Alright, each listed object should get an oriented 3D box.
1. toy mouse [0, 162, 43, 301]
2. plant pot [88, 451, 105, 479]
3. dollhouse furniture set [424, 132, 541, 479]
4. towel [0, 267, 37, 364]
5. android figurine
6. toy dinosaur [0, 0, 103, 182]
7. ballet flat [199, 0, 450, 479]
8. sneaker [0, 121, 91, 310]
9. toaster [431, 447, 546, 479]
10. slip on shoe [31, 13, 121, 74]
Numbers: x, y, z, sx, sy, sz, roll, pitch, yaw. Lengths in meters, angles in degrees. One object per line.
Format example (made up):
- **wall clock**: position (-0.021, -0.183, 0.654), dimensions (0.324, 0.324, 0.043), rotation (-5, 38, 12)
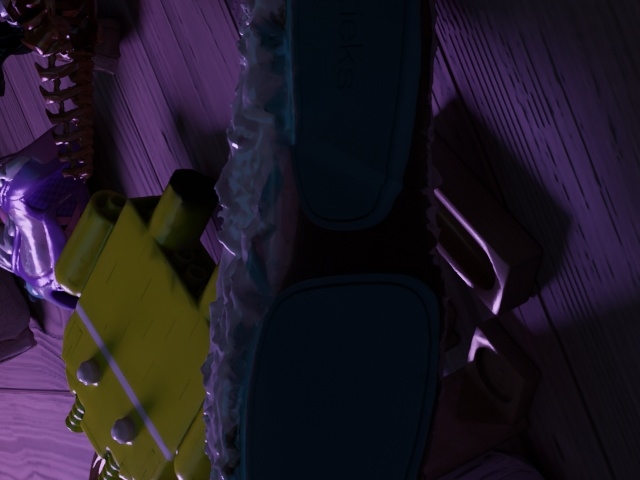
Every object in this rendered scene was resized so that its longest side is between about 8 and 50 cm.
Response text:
- **toy mouse**: position (-0.282, 0.008, 1.928), dimensions (0.143, 0.031, 0.161), rotation (37, 144, 45)
- **plant pot**: position (-0.137, 0.257, 1.683), dimensions (0.236, 0.032, 0.236), rotation (30, 128, 48)
- **dollhouse furniture set**: position (0.047, 0.048, 1.208), dimensions (0.144, 0.123, 0.151), rotation (50, 152, 28)
- **towel**: position (-0.429, 0.029, 2.052), dimensions (0.282, 0.187, 0.049), rotation (56, 158, 15)
- **android figurine**: position (-0.130, 0.082, 1.560), dimensions (0.248, 0.056, 0.273), rotation (56, 132, 28)
- **toy dinosaur**: position (-0.247, -0.199, 1.505), dimensions (0.218, 0.164, 0.322), rotation (-33, 51, 34)
- **ballet flat**: position (0.000, 0.000, 1.163), dimensions (0.147, 0.147, 0.409), rotation (13, 99, 60)
- **sneaker**: position (-0.223, -0.013, 1.735), dimensions (0.104, 0.095, 0.236), rotation (49, 157, 16)
- **toaster**: position (0.106, 0.240, 1.272), dimensions (0.227, 0.129, 0.146), rotation (59, 153, 10)
- **slip on shoe**: position (-0.193, -0.159, 1.587), dimensions (0.135, 0.051, 0.041), rotation (19, 94, 66)
